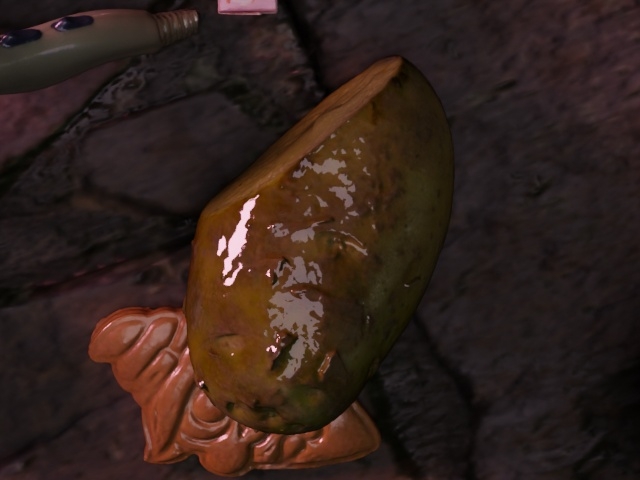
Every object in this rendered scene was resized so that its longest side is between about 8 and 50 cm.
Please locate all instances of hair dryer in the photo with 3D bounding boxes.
[{"bbox_3d":[-0.235,-0.156,0.921,0.298,0.296,0.119,-30,66,-9],"label":"hair dryer"}]

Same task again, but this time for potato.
[{"bbox_3d":[0.000,0.000,1.049,0.176,0.141,0.298,26,83,-25],"label":"potato"}]

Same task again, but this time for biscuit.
[{"bbox_3d":[-0.066,0.121,1.131,0.250,0.035,0.162,21,105,-11],"label":"biscuit"}]

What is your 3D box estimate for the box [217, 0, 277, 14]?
[{"bbox_3d":[-0.054,-0.228,1.015,0.043,0.089,0.125,-1,102,-4],"label":"box"}]
